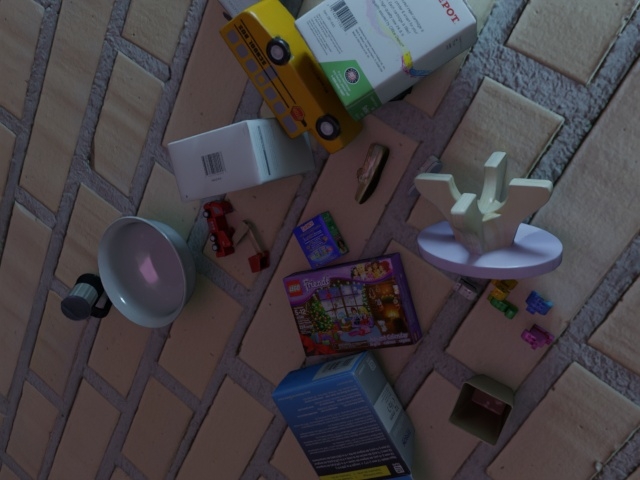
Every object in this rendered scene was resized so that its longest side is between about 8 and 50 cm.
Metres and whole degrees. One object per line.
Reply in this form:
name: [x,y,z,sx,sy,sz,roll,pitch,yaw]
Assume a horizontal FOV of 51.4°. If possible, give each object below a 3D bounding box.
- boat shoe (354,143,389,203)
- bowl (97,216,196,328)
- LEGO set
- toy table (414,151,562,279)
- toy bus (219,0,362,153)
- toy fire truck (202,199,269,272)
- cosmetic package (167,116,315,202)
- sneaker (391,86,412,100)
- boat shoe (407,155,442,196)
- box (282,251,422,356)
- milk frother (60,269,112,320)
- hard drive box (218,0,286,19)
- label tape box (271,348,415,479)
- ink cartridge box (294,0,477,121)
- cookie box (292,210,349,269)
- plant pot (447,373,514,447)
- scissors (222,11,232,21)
boat shoe: [0.103,-0.144,1.432,0.045,0.050,0.136,31,107,22]
bowl: [-0.429,0.069,1.743,0.297,0.134,0.298,8,107,27]
LEGO set: [0.371,0.123,1.325,0.227,0.093,0.087,35,118,17]
toy table: [0.309,-0.045,1.247,0.274,0.252,0.161,1,121,21]
toy bus: [-0.055,-0.330,1.376,0.130,0.108,0.333,-23,108,40]
toy fire truck: [-0.208,-0.012,1.645,0.135,0.047,0.192,-10,98,31]
cosmetic package: [-0.170,-0.184,1.470,0.223,0.224,0.138,-9,97,31]
sneaker: [0.086,-0.340,1.365,0.216,0.079,0.121,16,110,24]
boat shoe: [0.212,-0.135,1.383,0.100,0.035,0.035,-54,48,33]
box: [0.069,0.152,1.527,0.293,0.057,0.201,-13,97,32]
milk frother: [-0.649,0.137,1.886,0.129,0.135,0.143,9,115,-5]
hard drive box: [-0.133,-0.595,1.412,0.232,0.089,0.181,-42,82,31]
label tape box: [0.078,0.452,1.571,0.249,0.115,0.348,-23,103,32]
ink cartridge box: [0.124,-0.388,1.244,0.278,0.117,0.202,-32,80,10]
cookie box: [0.000,0.000,1.533,0.091,0.040,0.107,-27,90,33]
plant pot: [0.348,0.345,1.399,0.108,0.096,0.109,25,114,22]
scissors: [-0.109,-0.426,1.491,0.109,0.021,0.297,-37,83,35]
